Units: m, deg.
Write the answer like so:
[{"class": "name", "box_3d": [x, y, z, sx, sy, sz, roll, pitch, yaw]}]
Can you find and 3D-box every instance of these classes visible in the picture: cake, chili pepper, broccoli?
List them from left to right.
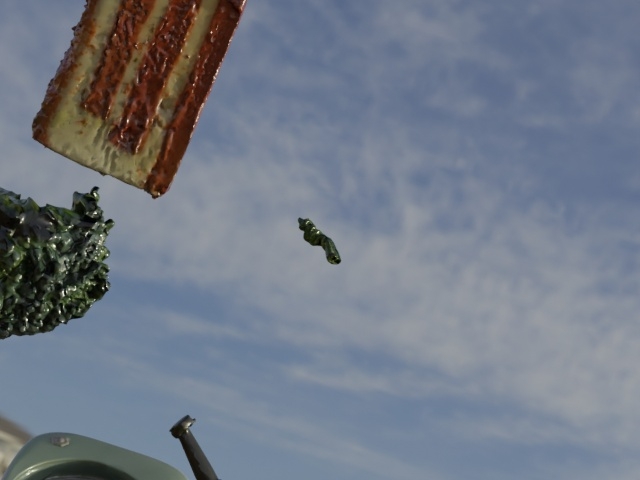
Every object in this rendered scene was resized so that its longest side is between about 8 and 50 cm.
[{"class": "broccoli", "box_3d": [-0.335, -0.011, 1.570, 0.164, 0.146, 0.304, 3, 21, -35]}, {"class": "cake", "box_3d": [-0.181, -0.172, 1.500, 0.158, 0.160, 0.262, 21, -52, -13]}, {"class": "chili pepper", "box_3d": [0.000, 0.000, 1.688, 0.083, 0.027, 0.022, 48, -38, 42]}]

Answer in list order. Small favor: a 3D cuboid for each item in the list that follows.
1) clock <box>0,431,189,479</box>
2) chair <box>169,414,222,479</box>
[{"class": "clock", "box_3d": [-0.350, 0.413, 2.149, 0.265, 0.324, 0.109, 18, -62, 8]}, {"class": "chair", "box_3d": [-0.156, 0.470, 1.449, 0.410, 0.364, 0.362, 50, 5, -2]}]
